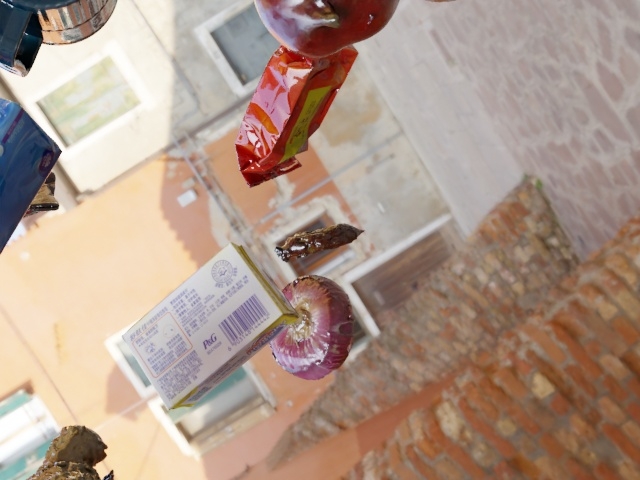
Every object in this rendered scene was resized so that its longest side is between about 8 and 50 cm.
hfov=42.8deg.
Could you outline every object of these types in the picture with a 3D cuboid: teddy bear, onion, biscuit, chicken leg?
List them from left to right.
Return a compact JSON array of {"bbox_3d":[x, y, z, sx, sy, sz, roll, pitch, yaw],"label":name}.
[{"bbox_3d":[-0.791,-0.111,2.229,0.235,0.151,0.063,-128,17,-61],"label":"biscuit"},{"bbox_3d":[-0.306,0.403,1.094,0.256,0.156,0.267,56,171,-14],"label":"teddy bear"},{"bbox_3d":[-0.006,0.196,1.808,0.163,0.230,0.230,28,-155,-49],"label":"onion"},{"bbox_3d":[0.000,0.000,2.022,0.105,0.234,0.063,-115,10,-82],"label":"chicken leg"}]

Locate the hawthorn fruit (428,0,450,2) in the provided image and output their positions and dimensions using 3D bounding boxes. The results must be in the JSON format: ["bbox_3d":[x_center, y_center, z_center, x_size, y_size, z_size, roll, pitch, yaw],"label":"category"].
[{"bbox_3d":[0.173,-0.360,0.933,0.225,0.196,0.196,28,161,40],"label":"hawthorn fruit"}]

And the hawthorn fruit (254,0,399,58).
[{"bbox_3d":[0.006,-0.470,1.479,0.295,0.311,0.295,24,155,12],"label":"hawthorn fruit"}]

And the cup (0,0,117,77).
[{"bbox_3d":[-0.498,-0.466,1.416,0.242,0.308,0.292,52,171,-11],"label":"cup"}]

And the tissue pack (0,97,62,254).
[{"bbox_3d":[-0.667,-0.133,1.630,0.146,0.263,0.198,17,160,21],"label":"tissue pack"}]

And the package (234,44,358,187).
[{"bbox_3d":[-0.067,-0.319,1.930,0.123,0.196,0.423,46,136,17],"label":"package"}]

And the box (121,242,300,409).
[{"bbox_3d":[-0.189,0.148,1.414,0.168,0.265,0.097,51,-173,19],"label":"box"}]
